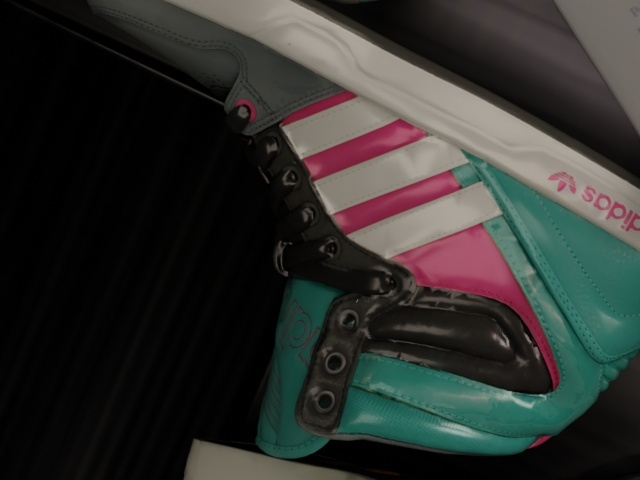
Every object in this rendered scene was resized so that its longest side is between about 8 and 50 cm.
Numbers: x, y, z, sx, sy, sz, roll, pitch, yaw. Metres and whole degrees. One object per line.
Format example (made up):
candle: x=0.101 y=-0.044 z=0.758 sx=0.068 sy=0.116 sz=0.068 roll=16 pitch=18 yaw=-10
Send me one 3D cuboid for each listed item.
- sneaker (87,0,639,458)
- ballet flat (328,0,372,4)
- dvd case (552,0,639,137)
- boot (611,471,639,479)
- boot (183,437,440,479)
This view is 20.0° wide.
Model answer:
sneaker: x=0.000 y=0.000 z=0.778 sx=0.295 sy=0.124 sz=0.178 roll=29 pitch=95 yaw=5
ballet flat: x=0.025 y=-0.202 z=0.751 sx=0.068 sy=0.072 sz=0.213 roll=-1 pitch=84 yaw=4
dvd case: x=0.167 y=-0.148 z=0.723 sx=0.180 sy=0.022 sz=0.253 roll=-35 pitch=72 yaw=16
boot: x=0.080 y=0.178 z=0.785 sx=0.219 sy=0.106 sz=0.082 roll=-29 pitch=108 yaw=15
boot: x=0.026 y=0.184 z=0.750 sx=0.244 sy=0.088 sz=0.176 roll=4 pitch=84 yaw=46
